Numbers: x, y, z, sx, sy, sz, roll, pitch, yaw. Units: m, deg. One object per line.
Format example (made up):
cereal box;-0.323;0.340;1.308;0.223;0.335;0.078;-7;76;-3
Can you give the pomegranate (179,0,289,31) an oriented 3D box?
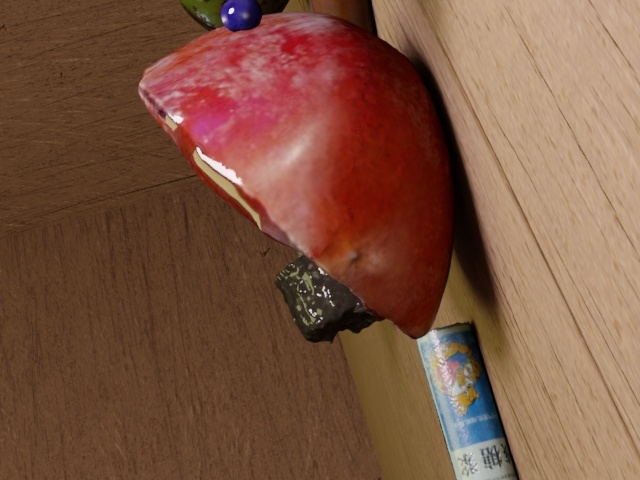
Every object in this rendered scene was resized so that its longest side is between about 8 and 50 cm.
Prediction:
pomegranate;-0.147;-0.384;1.877;0.202;0.248;0.202;8;-90;-78

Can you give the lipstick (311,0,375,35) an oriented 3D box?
lipstick;0.043;-0.110;1.340;0.057;0.057;0.356;-109;5;-55

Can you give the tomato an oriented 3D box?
tomato;0.012;-0.077;1.052;0.309;0.170;0.309;39;-178;-1

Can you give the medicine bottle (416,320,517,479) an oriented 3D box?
medicine bottle;0.129;0.165;1.142;0.051;0.051;0.191;87;167;-76

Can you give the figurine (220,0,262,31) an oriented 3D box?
figurine;-0.054;-0.336;0.877;0.261;0.186;0.382;-87;-21;-81

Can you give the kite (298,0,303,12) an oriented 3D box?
kite;-0.017;-0.295;2.025;0.190;0.010;0.159;-118;14;-74

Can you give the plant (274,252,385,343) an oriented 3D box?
plant;0.001;0.000;1.906;0.146;0.149;0.274;113;142;-59
